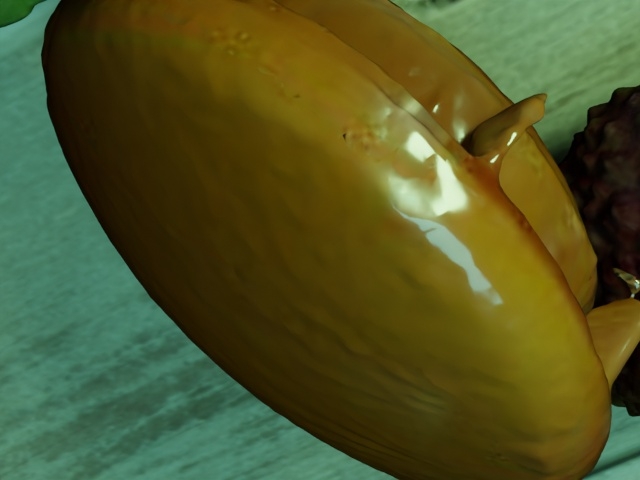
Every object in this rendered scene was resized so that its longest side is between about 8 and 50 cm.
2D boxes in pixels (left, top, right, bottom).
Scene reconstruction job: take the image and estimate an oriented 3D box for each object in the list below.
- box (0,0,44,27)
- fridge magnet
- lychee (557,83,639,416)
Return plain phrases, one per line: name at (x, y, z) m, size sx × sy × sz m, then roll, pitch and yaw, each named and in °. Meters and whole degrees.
box at (-0.082, -0.244, 0.520) m, size 0.328 × 0.178 × 0.253 m, roll -20°, pitch 129°, yaw 14°
fridge magnet at (0.000, 0.000, 0.661) m, size 0.155 × 0.363 × 0.364 m, roll -47°, pitch 130°, yaw -22°
lychee at (0.255, 0.024, 0.691) m, size 0.271 × 0.271 × 0.271 m, roll -1°, pitch 130°, yaw -2°
